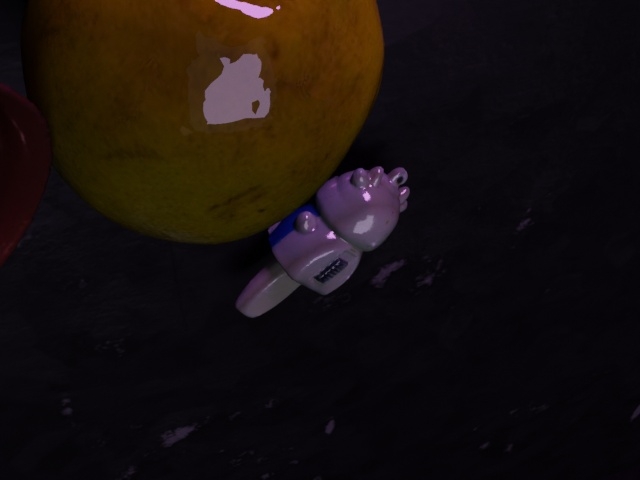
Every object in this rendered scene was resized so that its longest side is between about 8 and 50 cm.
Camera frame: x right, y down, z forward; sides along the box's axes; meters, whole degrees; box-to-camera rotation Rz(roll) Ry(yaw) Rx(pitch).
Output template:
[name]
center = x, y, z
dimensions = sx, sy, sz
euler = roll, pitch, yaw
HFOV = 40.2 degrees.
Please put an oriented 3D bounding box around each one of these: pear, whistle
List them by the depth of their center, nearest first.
[pear]
center = -0.091, -0.123, 0.622
dimensions = 0.252, 0.253, 0.307
euler = -1, 161, -30
[whistle]
center = 0.000, 0.000, 0.960
dimensions = 0.244, 0.092, 0.110
euler = -41, 143, 18

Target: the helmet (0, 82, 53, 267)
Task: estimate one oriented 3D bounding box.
[helmet]
center = -0.369, -0.039, 0.478
dimensions = 0.385, 0.230, 0.337
euler = -36, 170, -3
